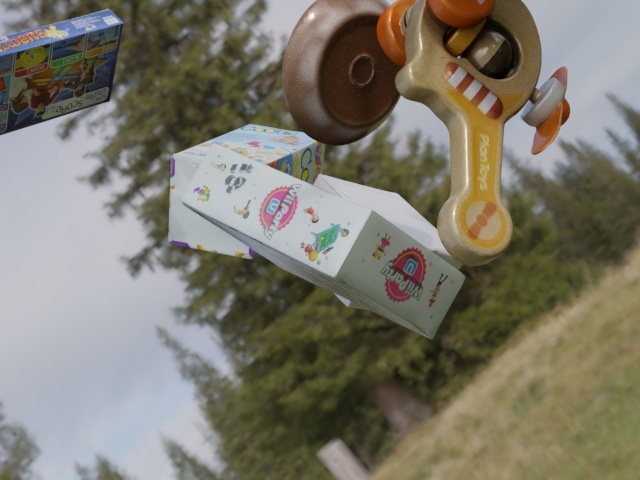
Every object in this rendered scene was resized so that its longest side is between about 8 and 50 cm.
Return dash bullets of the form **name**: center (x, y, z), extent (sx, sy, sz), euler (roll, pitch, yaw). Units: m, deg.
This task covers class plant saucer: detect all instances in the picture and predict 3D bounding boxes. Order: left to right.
- **plant saucer**: center (0.042, -0.211, 1.528), extent (0.198, 0.198, 0.036), euler (-39, 37, -22)

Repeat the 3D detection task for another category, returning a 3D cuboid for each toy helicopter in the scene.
- **toy helicopter**: center (0.193, -0.137, 1.420), extent (0.140, 0.235, 0.355), euler (-34, 47, 57)

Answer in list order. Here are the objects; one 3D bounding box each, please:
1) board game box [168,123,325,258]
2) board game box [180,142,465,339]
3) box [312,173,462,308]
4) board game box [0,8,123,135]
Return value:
- **board game box**: center (-0.109, -0.082, 1.931), extent (0.275, 0.144, 0.142), euler (-34, -49, -64)
- **board game box**: center (0.000, 0.000, 1.579), extent (0.224, 0.303, 0.097), euler (33, -96, -47)
- **box**: center (0.078, 0.010, 1.816), extent (0.181, 0.182, 0.119), euler (12, -65, -45)
- **board game box**: center (-0.353, -0.212, 1.595), extent (0.201, 0.035, 0.136), euler (-24, -32, -38)
